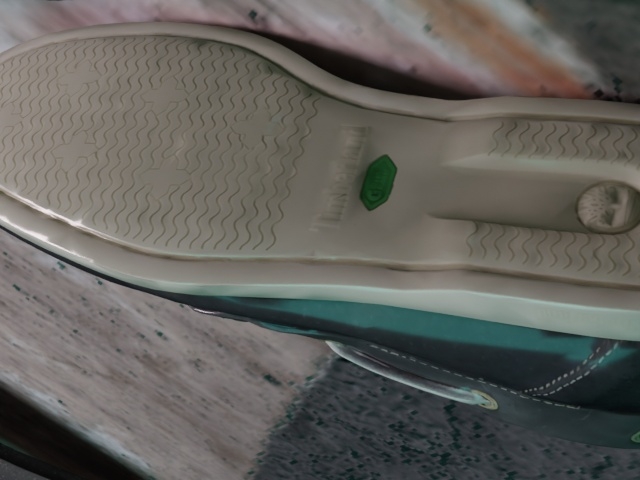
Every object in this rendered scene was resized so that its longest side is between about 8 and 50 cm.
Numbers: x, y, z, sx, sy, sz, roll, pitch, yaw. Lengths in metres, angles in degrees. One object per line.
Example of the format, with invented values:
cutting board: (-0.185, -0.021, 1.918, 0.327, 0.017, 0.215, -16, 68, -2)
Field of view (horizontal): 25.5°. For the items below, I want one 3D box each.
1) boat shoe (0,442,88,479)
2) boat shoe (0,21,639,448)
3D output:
boat shoe: (-0.225, 0.100, 0.745, 0.320, 0.103, 0.118, 38, 170, -6)
boat shoe: (0.000, 0.000, 0.374, 0.233, 0.084, 0.079, 13, 148, 21)
